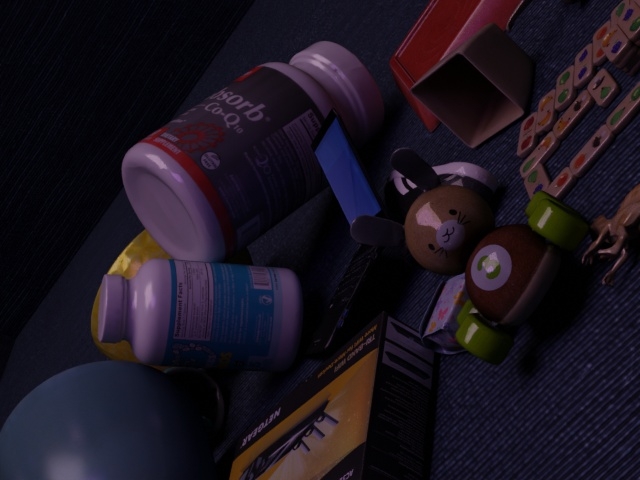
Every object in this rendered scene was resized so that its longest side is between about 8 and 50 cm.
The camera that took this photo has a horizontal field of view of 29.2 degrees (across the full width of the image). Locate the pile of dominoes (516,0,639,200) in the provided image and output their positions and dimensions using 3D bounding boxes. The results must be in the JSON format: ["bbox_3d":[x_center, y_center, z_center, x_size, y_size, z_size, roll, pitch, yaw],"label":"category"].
[{"bbox_3d":[0.280,-0.166,1.296,0.251,0.040,0.196,-52,19,22],"label":"pile of dominoes"}]

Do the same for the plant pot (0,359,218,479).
[{"bbox_3d":[-0.261,0.339,1.595,0.293,0.293,0.235,-57,30,9],"label":"plant pot"}]

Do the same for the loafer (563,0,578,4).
[{"bbox_3d":[0.311,-0.346,1.470,0.050,0.056,0.148,-43,23,57],"label":"loafer"}]

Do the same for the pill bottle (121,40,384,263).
[{"bbox_3d":[-0.091,-0.132,1.797,0.363,0.210,0.210,-37,7,-27],"label":"pill bottle"}]

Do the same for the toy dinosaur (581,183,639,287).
[{"bbox_3d":[0.274,-0.016,1.053,0.183,0.053,0.093,-30,32,57],"label":"toy dinosaur"}]

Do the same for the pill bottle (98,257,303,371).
[{"bbox_3d":[-0.165,0.101,1.669,0.146,0.264,0.146,-175,90,-76],"label":"pill bottle"}]

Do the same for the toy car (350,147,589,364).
[{"bbox_3d":[0.130,-0.003,1.163,0.155,0.188,0.149,-59,-2,10],"label":"toy car"}]

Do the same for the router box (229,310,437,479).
[{"bbox_3d":[-0.002,0.257,1.322,0.309,0.081,0.243,-45,23,38],"label":"router box"}]

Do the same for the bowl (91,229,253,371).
[{"bbox_3d":[-0.193,0.108,1.904,0.156,0.289,0.289,36,97,30],"label":"bowl"}]

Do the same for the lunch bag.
[{"bbox_3d":[0.137,0.078,1.278,0.071,0.053,0.083,-63,10,-18],"label":"lunch bag"}]

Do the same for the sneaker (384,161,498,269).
[{"bbox_3d":[0.116,-0.022,1.448,0.121,0.079,0.217,-65,19,-15],"label":"sneaker"}]

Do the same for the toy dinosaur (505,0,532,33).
[{"bbox_3d":[0.275,-0.382,1.514,0.064,0.118,0.268,8,48,27],"label":"toy dinosaur"}]

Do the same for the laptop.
[{"bbox_3d":[0.000,0.000,1.555,0.264,0.136,0.234,-62,2,-9],"label":"laptop"}]

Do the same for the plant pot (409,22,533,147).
[{"bbox_3d":[0.194,-0.198,1.487,0.109,0.109,0.096,-34,19,54],"label":"plant pot"}]

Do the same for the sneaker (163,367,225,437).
[{"bbox_3d":[-0.240,0.287,1.791,0.178,0.124,0.295,-43,4,47],"label":"sneaker"}]

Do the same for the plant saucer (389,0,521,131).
[{"bbox_3d":[0.190,-0.304,1.752,0.259,0.047,0.258,-54,19,14],"label":"plant saucer"}]
